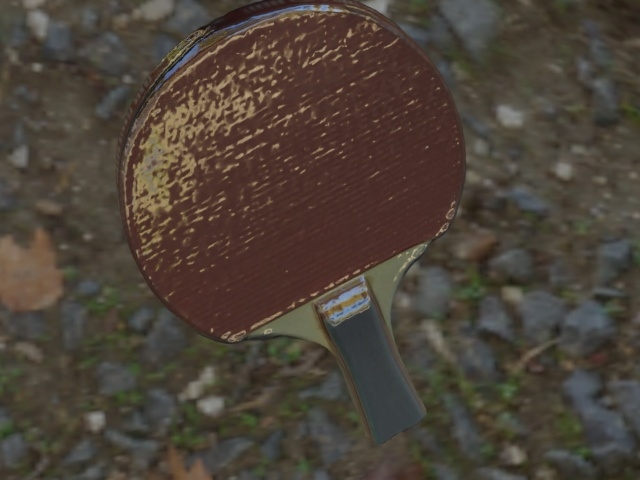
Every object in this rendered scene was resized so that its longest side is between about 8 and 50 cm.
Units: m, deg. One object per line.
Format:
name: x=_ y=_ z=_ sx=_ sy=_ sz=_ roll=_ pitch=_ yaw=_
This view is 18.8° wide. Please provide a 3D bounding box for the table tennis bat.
table tennis bat: x=0.000 y=0.000 z=0.726 sx=0.130 sy=0.220 sz=0.019 roll=-27 pitch=43 yaw=-4
